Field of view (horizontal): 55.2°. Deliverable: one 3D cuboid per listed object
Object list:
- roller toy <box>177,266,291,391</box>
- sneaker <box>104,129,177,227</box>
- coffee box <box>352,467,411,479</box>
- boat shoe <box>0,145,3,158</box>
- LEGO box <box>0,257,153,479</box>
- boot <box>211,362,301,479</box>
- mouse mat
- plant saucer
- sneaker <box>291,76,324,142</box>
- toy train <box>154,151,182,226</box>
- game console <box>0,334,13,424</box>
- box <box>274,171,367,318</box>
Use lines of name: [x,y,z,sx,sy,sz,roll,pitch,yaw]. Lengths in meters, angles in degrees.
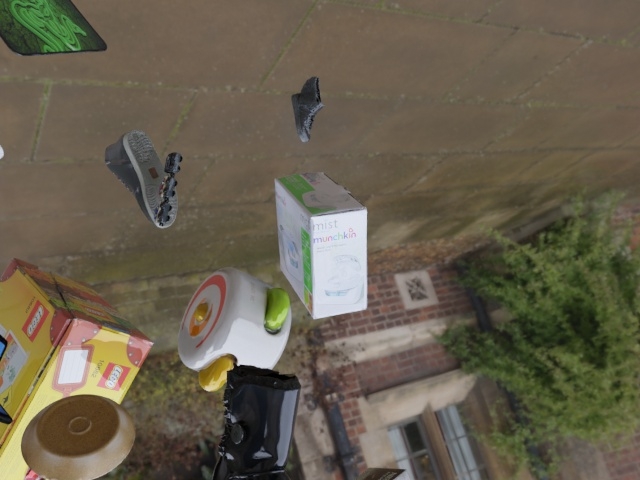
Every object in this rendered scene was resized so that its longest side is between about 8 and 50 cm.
roller toy: [-0.161,0.154,1.094,0.146,0.209,0.191,29,177,-29]
sneaker: [-0.401,-0.128,1.372,0.118,0.221,0.083,-14,-173,43]
coffee box: [0.086,0.683,1.487,0.297,0.118,0.168,-24,176,-34]
boat shoe: [-0.707,-0.196,1.239,0.084,0.258,0.095,-27,130,-31]
LEGO box: [-0.623,0.336,1.277,0.373,0.500,0.193,25,175,44]
boot: [-0.062,0.281,0.783,0.094,0.207,0.247,9,-178,-38]
mouse mat: [-0.383,-0.313,0.789,0.007,0.189,0.153,-40,177,33]
plant saucer: [-0.188,0.148,0.477,0.084,0.083,0.015,-8,128,-30]
sneaker: [-0.029,-0.366,1.719,0.089,0.170,0.051,-11,-178,20]
toy train: [-0.319,-0.107,1.268,0.036,0.158,0.027,5,171,35]
game console: [-0.451,0.191,0.857,0.071,0.107,0.122,-39,172,-24]
box: [0.000,0.000,1.319,0.127,0.231,0.262,-10,-154,-16]
